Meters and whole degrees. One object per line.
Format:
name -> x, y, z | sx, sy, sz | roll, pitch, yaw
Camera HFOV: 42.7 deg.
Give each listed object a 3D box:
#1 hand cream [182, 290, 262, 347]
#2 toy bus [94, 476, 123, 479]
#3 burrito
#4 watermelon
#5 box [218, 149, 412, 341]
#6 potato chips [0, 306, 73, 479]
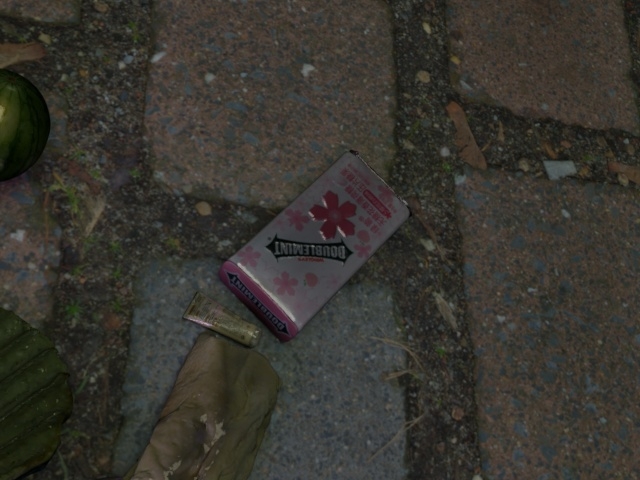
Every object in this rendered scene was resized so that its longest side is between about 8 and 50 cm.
hand cream -> -0.174, 0.148, 1.476 | 0.143, 0.039, 0.061 | 28, 61, 1
toy bus -> -0.428, 0.413, 1.152 | 0.317, 0.138, 0.112 | 8, 62, -47
burrito -> -0.181, 0.304, 1.355 | 0.190, 0.135, 0.332 | 25, 59, -2
watermelon -> -0.560, -0.186, 1.385 | 0.188, 0.215, 0.188 | 30, 26, -16
box -> 0.000, 0.000, 1.556 | 0.190, 0.112, 0.370 | 45, 62, -1
potato chips -> -0.533, 0.230, 1.170 | 0.358, 0.070, 0.429 | 25, 29, 13
